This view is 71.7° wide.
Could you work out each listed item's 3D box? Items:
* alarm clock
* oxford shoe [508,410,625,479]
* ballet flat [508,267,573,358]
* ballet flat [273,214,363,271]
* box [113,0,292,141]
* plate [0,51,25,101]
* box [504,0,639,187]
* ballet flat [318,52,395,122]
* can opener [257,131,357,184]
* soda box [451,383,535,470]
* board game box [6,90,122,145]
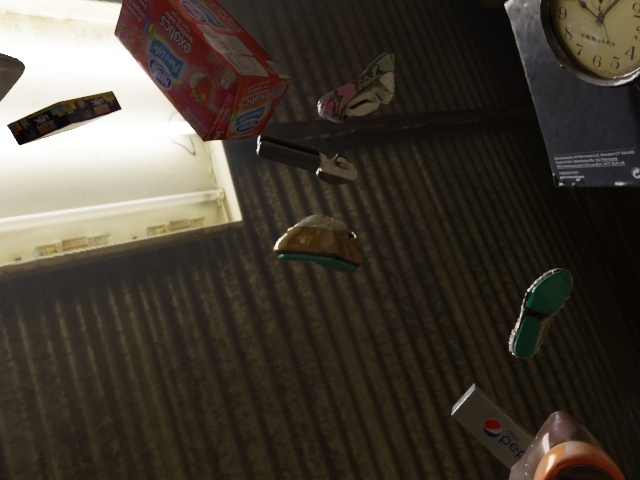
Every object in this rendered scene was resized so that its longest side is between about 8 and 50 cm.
[{"bbox_3d":[0.268,-0.225,0.400,0.129,0.064,0.192,53,-178,43],"label":"alarm clock"},{"bbox_3d":[0.318,0.418,0.631,0.129,0.364,0.133,16,-163,9],"label":"oxford shoe"},{"bbox_3d":[0.515,0.168,1.060,0.091,0.241,0.077,26,-165,11],"label":"ballet flat"},{"bbox_3d":[0.000,0.000,0.613,0.232,0.080,0.073,22,-111,-69],"label":"ballet flat"},{"bbox_3d":[-0.187,-0.286,0.692,0.257,0.123,0.128,49,-145,12],"label":"box"},{"bbox_3d":[-0.382,-0.057,0.292,0.045,0.278,0.277,47,-171,-7],"label":"plate"},{"bbox_3d":[0.464,-0.261,0.611,0.296,0.183,0.294,-24,-79,-9],"label":"box"},{"bbox_3d":[0.092,-0.287,0.859,0.079,0.077,0.221,40,-118,18],"label":"ballet flat"},{"bbox_3d":[-0.032,-0.201,1.150,0.280,0.093,0.074,15,-137,-22],"label":"can opener"},{"bbox_3d":[0.478,0.507,1.130,0.286,0.091,0.098,41,-84,19],"label":"soda box"},{"bbox_3d":[-0.522,-0.256,0.918,0.170,0.141,0.048,-67,-40,-62],"label":"board game box"}]
